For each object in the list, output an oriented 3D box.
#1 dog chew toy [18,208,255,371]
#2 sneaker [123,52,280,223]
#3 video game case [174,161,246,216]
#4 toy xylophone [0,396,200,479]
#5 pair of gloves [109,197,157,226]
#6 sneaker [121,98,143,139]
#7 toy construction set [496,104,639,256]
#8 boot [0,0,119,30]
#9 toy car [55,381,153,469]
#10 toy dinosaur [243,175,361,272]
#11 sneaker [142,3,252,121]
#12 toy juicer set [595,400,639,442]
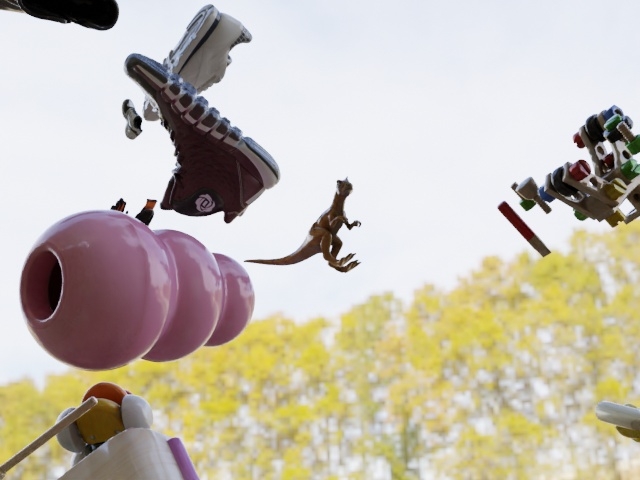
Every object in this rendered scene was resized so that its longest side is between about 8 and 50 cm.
[{"bbox_3d":[-0.223,0.071,1.668,0.331,0.207,0.206,8,-23,-45],"label":"dog chew toy"},{"bbox_3d":[-0.207,-0.129,1.835,0.281,0.162,0.106,41,9,-6],"label":"sneaker"},{"bbox_3d":[-0.181,-0.137,2.384,0.157,0.143,0.019,39,-46,-10],"label":"video game case"},{"bbox_3d":[-0.301,0.334,1.562,0.322,0.236,0.081,-31,-43,8],"label":"toy xylophone"},{"bbox_3d":[-0.283,-0.031,1.880,0.083,0.010,0.074,-2,-57,-45],"label":"pair of gloves"},{"bbox_3d":[-0.345,-0.228,2.358,0.037,0.083,0.032,-27,-23,36],"label":"sneaker"},{"bbox_3d":[0.529,-0.077,2.422,0.309,0.257,0.237,-39,-81,21],"label":"toy construction set"},{"bbox_3d":[-0.520,-0.429,2.128,0.338,0.118,0.223,-1,21,-24],"label":"boot"},{"bbox_3d":[-0.341,0.316,2.111,0.159,0.136,0.182,-12,-62,8],"label":"toy car"},{"bbox_3d":[0.000,0.000,1.779,0.211,0.112,0.064,-48,-22,27],"label":"toy dinosaur"},{"bbox_3d":[-0.213,-0.280,2.128,0.094,0.090,0.235,29,-64,-28],"label":"sneaker"},{"bbox_3d":[0.505,0.253,1.803,0.209,0.089,0.329,15,-10,41],"label":"toy juicer set"}]
